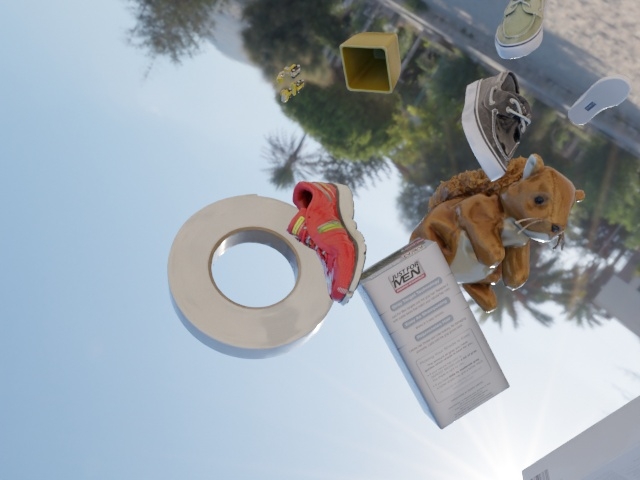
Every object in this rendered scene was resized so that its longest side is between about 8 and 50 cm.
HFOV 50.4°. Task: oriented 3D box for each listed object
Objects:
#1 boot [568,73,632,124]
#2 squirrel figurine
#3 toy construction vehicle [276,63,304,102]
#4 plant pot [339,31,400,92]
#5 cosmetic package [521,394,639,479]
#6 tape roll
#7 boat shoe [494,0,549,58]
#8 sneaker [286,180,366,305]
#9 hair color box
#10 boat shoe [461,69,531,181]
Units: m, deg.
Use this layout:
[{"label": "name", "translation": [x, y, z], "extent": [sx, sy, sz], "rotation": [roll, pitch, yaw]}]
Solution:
[{"label": "boot", "translation": [0.624, -0.330, 1.495], "extent": [0.069, 0.086, 0.190], "rotation": [42, 160, -3]}, {"label": "squirrel figurine", "translation": [0.432, -0.079, 1.648], "extent": [0.281, 0.370, 0.397], "rotation": [31, -140, -20]}, {"label": "toy construction vehicle", "translation": [-0.080, -0.413, 1.770], "extent": [0.035, 0.086, 0.098], "rotation": [26, -126, 19]}, {"label": "plant pot", "translation": [0.090, -0.297, 1.104], "extent": [0.081, 0.081, 0.083], "rotation": [10, -135, 26]}, {"label": "cosmetic package", "translation": [0.614, 0.433, 1.262], "extent": [0.284, 0.377, 0.097], "rotation": [32, -147, -16]}, {"label": "tape roll", "translation": [-0.151, 0.074, 1.540], "extent": [0.392, 0.072, 0.392], "rotation": [5, -119, -8]}, {"label": "boat shoe", "translation": [0.474, -0.538, 1.602], "extent": [0.109, 0.094, 0.302], "rotation": [2, -134, 27]}, {"label": "sneaker", "translation": [0.000, 0.000, 1.172], "extent": [0.118, 0.107, 0.279], "rotation": [11, -141, -21]}, {"label": "hair color box", "translation": [0.241, 0.201, 1.498], "extent": [0.374, 0.185, 0.113], "rotation": [61, 173, -11]}, {"label": "boat shoe", "translation": [0.321, -0.216, 1.205], "extent": [0.108, 0.102, 0.301], "rotation": [52, -150, -22]}]
